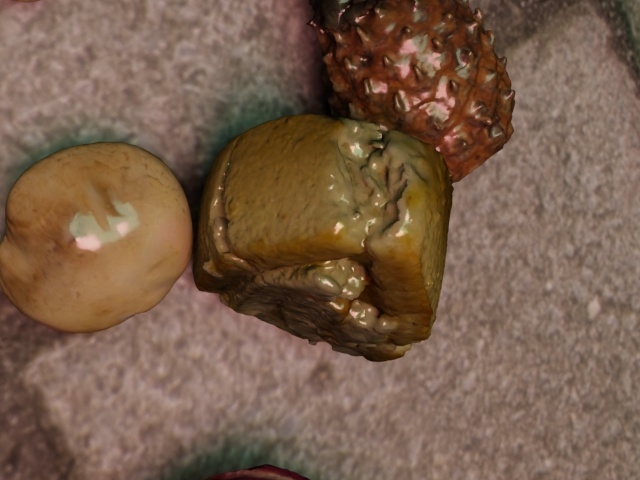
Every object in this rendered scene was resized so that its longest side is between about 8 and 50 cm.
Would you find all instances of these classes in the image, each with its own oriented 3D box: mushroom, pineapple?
[{"bbox_3d":[-0.158,-0.001,0.713,0.148,0.148,0.112,-19,58,-24],"label":"mushroom"},{"bbox_3d":[0.032,-0.192,0.775,0.141,0.170,0.310,-40,114,-26],"label":"pineapple"}]

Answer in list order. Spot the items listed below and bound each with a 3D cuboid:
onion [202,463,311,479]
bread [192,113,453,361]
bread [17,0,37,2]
[{"bbox_3d":[-0.018,0.343,0.689,0.260,0.281,0.337,61,18,-50],"label":"onion"},{"bbox_3d":[0.000,0.000,0.719,0.185,0.257,0.124,15,74,-3],"label":"bread"},{"bbox_3d":[-0.252,-0.263,0.705,0.073,0.053,0.214,-36,107,-16],"label":"bread"}]
